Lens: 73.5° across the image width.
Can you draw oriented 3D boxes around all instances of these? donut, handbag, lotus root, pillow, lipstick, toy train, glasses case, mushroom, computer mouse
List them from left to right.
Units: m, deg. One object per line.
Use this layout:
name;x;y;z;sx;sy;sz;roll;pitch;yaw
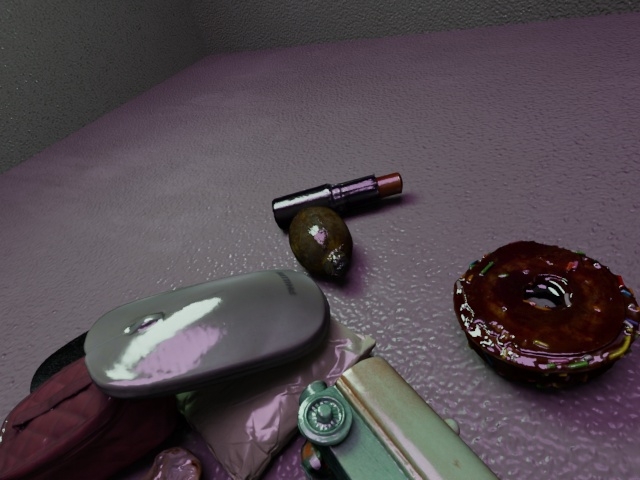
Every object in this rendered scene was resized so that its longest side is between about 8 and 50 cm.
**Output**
handbag;-0.327;0.251;0.606;0.225;0.135;0.146;-34;38;1
mushroom;-0.249;0.347;0.520;0.225;0.093;0.116;-42;22;-21
glasses case;-0.346;0.187;0.765;0.321;0.082;0.122;-28;39;-16
computer mouse;-0.143;0.109;0.594;0.330;0.095;0.197;-12;30;-28
pillow;-0.099;0.187;0.672;0.274;0.076;0.280;-40;42;-24
lotus root;0.000;0.000;0.839;0.120;0.120;0.209;-24;35;-8
lipstick;0.038;-0.093;0.964;0.299;0.081;0.081;-13;37;6
toy train;0.092;0.256;0.487;0.177;0.116;0.285;-22;39;-24
donut;0.310;0.102;0.604;0.235;0.089;0.235;-12;37;9
